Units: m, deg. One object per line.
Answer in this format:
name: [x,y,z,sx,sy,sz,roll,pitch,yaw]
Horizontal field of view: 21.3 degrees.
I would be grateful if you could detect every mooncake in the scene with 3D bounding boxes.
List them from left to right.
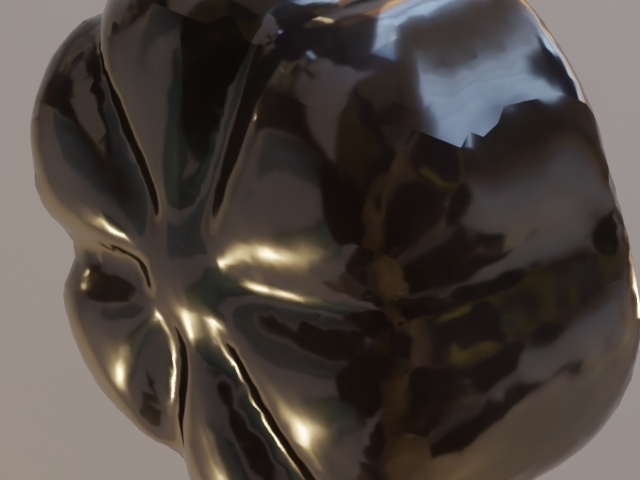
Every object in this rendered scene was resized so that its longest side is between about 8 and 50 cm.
mooncake: [0.000,0.000,0.626,0.133,0.245,0.245,-21,-92,-36]
